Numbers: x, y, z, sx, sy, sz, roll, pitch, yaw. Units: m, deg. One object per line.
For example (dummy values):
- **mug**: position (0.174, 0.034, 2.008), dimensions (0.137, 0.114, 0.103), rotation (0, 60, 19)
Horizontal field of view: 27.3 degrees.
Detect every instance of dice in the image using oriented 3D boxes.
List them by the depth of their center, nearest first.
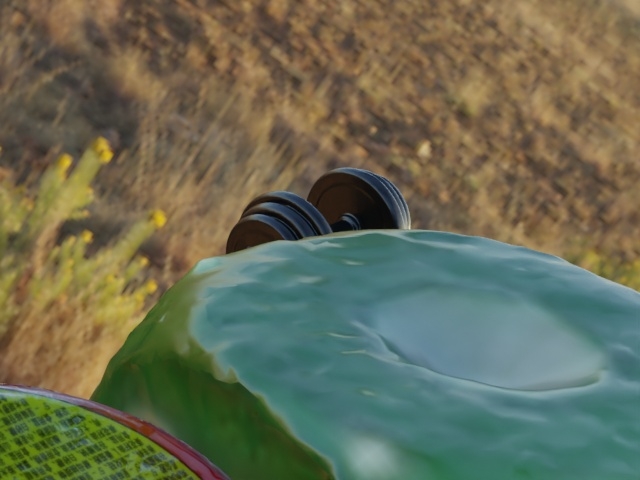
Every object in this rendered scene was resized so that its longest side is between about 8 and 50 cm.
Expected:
- **dice**: position (0.054, 0.178, 0.662), dimensions (0.287, 0.300, 0.297), rotation (-6, 28, -42)

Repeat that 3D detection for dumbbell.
- **dumbbell**: position (0.000, 0.000, 1.014), dimensions (0.099, 0.099, 0.208), rotation (43, 40, 20)

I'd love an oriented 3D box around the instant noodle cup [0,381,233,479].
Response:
- **instant noodle cup**: position (-0.126, 0.186, 0.455), dimensions (0.193, 0.212, 0.193), rotation (17, 32, -11)
